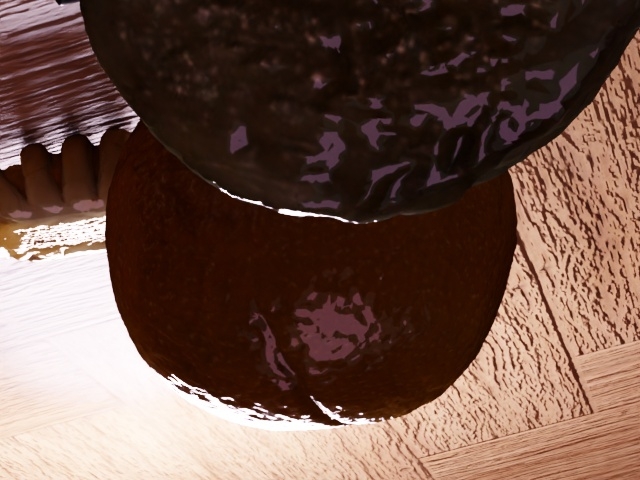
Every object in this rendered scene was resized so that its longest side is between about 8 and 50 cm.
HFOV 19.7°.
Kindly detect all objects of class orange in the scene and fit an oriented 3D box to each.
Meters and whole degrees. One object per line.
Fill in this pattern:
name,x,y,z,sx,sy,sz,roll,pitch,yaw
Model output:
orange,0.000,0.000,1.457,0.322,0.322,0.357,-20,161,17

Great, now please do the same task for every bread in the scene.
bread,-0.212,-0.038,1.544,0.177,0.084,0.119,-11,154,-1

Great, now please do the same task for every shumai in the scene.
shumai,0.057,-0.210,1.068,0.324,0.397,0.323,20,-172,11

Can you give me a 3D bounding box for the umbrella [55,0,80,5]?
umbrella,-0.133,-0.199,1.215,0.118,0.118,0.340,-27,148,31
